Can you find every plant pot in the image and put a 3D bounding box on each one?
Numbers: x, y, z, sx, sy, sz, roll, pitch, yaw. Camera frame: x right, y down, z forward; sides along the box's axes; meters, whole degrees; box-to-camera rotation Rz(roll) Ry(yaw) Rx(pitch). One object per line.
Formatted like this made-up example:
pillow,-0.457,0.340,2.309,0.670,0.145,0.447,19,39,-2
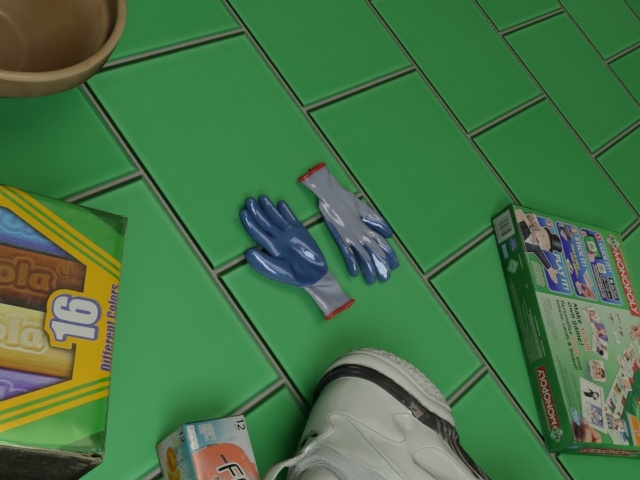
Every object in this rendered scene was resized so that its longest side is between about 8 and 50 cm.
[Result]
plant pot,-0.307,-0.211,0.738,0.237,0.110,0.237,19,52,-26

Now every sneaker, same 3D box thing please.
sneaker,0.106,0.272,0.689,0.366,0.137,0.210,45,33,3

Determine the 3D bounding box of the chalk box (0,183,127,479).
chalk box,-0.297,0.060,0.522,0.289,0.180,0.179,18,53,-28

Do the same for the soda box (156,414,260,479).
soda box,-0.076,0.237,0.650,0.058,0.063,0.183,-2,63,-37

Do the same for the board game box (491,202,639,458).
board game box,0.343,0.116,1.047,0.213,0.046,0.317,13,55,-31

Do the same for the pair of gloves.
pair of gloves,0.000,0.000,0.888,0.159,0.023,0.198,51,45,5
